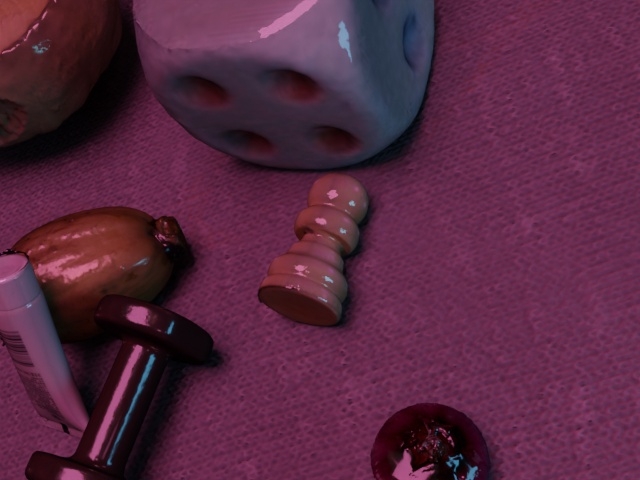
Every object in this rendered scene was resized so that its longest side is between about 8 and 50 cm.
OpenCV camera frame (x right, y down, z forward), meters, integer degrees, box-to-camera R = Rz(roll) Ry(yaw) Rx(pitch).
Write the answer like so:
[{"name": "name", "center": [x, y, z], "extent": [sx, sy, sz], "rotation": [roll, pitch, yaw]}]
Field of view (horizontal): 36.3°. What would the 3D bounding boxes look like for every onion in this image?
[{"name": "onion", "center": [0.104, 0.205, 0.918], "extent": [0.115, 0.104, 0.115], "rotation": [-3, 60, 5]}]

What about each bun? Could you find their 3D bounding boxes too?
[{"name": "bun", "center": [-0.421, -0.273, 1.354], "extent": [0.364, 0.202, 0.364], "rotation": [-16, 54, 23]}]

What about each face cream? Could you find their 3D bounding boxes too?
[{"name": "face cream", "center": [-0.315, 0.127, 1.088], "extent": [0.092, 0.244, 0.058], "rotation": [11, 37, 31]}]

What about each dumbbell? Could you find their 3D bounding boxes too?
[{"name": "dumbbell", "center": [-0.214, 0.180, 1.057], "extent": [0.124, 0.140, 0.225], "rotation": [6, 66, 38]}]

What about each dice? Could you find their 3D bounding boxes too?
[{"name": "dice", "center": [-0.031, -0.251, 1.122], "extent": [0.268, 0.262, 0.265], "rotation": [-1, 64, 27]}]

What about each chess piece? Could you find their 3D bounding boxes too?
[{"name": "chess piece", "center": [0.000, 0.000, 1.083], "extent": [0.094, 0.094, 0.171], "rotation": [6, 64, 27]}]

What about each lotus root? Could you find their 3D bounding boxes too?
[{"name": "lotus root", "center": [-0.287, 0.036, 1.165], "extent": [0.256, 0.140, 0.154], "rotation": [-26, 46, 3]}]
